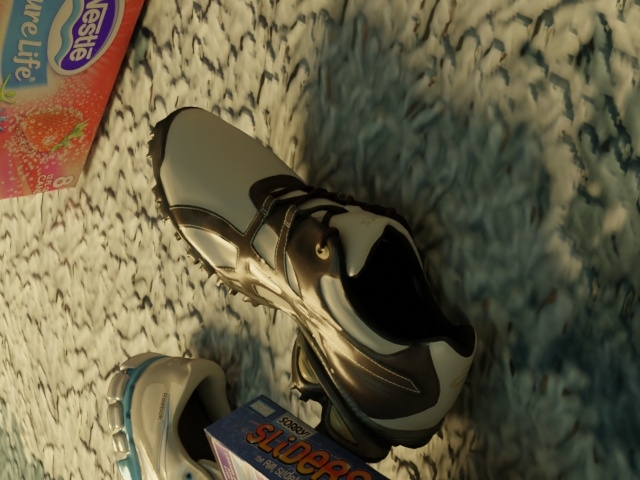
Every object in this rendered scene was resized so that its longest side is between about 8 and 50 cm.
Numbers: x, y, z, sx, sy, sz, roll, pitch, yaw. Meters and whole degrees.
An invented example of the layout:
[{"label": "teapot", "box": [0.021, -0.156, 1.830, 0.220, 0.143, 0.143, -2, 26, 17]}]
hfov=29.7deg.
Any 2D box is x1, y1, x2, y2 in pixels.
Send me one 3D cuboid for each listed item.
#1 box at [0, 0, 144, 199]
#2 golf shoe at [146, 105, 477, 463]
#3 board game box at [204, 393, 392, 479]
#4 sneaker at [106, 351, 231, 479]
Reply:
[{"label": "box", "box": [-0.192, -0.165, 0.674, 0.142, 0.154, 0.300, 56, 137, 25]}, {"label": "golf shoe", "box": [0.000, 0.000, 0.544, 0.198, 0.077, 0.094, 51, 134, 15]}, {"label": "board game box", "box": [0.023, 0.179, 0.536, 0.136, 0.035, 0.201, 24, 137, 53]}, {"label": "sneaker", "box": [-0.066, 0.155, 0.678, 0.083, 0.071, 0.190, -14, 90, 47]}]
